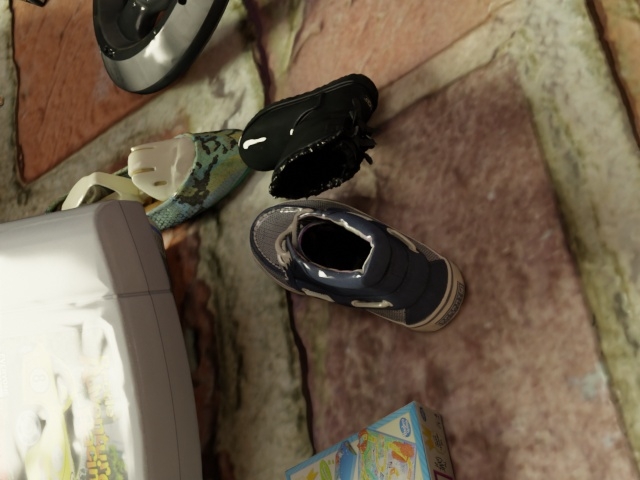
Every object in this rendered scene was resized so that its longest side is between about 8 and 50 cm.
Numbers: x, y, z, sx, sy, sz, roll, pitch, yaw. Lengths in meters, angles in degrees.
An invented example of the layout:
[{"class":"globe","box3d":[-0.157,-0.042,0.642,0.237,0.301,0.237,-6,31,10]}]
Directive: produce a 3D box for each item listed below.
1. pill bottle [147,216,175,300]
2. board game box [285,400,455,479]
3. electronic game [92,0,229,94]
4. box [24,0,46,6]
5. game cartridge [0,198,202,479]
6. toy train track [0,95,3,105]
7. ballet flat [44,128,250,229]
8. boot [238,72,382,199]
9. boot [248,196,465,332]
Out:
[{"class":"pill bottle","box3d":[-0.141,0.052,1.007,0.078,0.078,0.137,-36,47,24]},{"class":"board game box","box3d":[0.035,0.181,0.804,0.103,0.026,0.154,-32,49,28]},{"class":"electronic game","box3d":[-0.121,-0.229,1.145,0.229,0.048,0.229,-26,57,49]},{"class":"box","box3d":[-0.266,-0.266,1.349,0.067,0.018,0.083,23,85,48]},{"class":"game cartridge","box3d":[-0.161,0.127,0.923,0.196,0.060,0.294,-10,86,37]},{"class":"toy train track","box3d":[-0.314,-0.108,1.311,0.048,0.014,0.083,-25,53,33]},{"class":"ballet flat","box3d":[-0.135,-0.038,1.062,0.188,0.070,0.070,-29,51,30]},{"class":"boot","box3d":[-0.014,-0.060,0.947,0.121,0.045,0.099,-25,26,26]},{"class":"boot","box3d":[0.000,0.000,0.894,0.190,0.086,0.069,16,80,47]}]
